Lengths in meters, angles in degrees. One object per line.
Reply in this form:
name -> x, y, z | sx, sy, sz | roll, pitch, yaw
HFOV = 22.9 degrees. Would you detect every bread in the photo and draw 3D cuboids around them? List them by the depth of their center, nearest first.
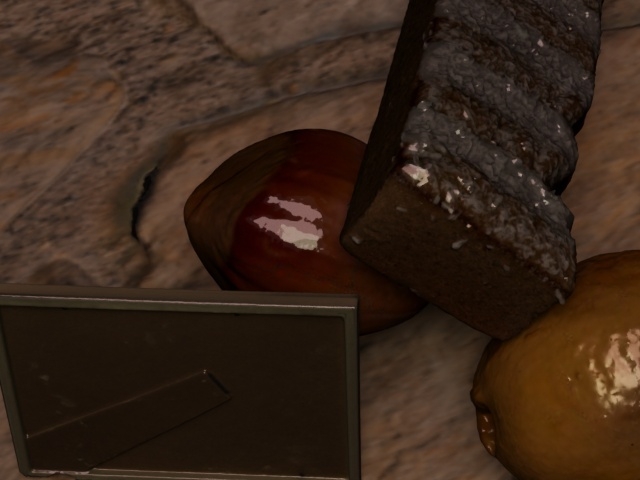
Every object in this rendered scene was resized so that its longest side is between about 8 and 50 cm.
bread -> 0.137, -0.121, 1.278 | 0.165, 0.113, 0.416 | 31, 44, -16

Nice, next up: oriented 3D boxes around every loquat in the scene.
loquat -> 0.233, 0.105, 1.233 | 0.238, 0.238, 0.193 | -13, 73, -1

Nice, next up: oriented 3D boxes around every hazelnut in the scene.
hazelnut -> -0.001, 0.003, 1.298 | 0.181, 0.212, 0.181 | -33, 109, 6

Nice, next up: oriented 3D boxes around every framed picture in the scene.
framed picture -> -0.112, 0.122, 1.265 | 0.290, 0.211, 0.020 | 1, 39, 4
